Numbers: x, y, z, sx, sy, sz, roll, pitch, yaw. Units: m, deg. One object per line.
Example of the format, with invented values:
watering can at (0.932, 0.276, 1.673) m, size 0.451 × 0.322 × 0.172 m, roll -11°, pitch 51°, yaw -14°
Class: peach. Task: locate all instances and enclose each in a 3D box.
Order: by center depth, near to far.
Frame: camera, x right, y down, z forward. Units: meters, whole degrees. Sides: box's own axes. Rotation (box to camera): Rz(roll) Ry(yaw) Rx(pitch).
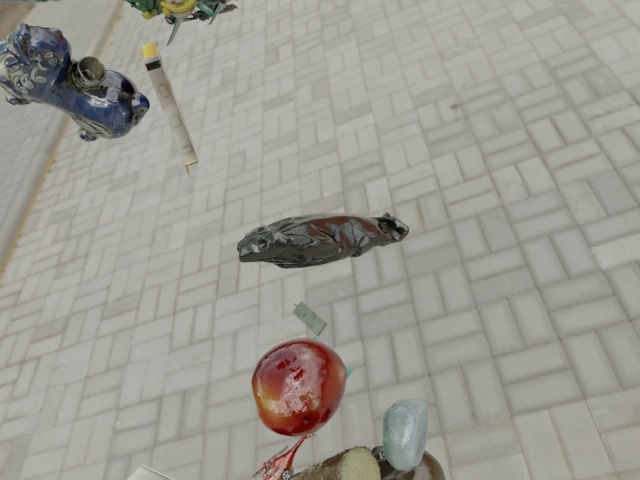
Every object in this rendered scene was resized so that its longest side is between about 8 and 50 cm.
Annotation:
peach at (-0.048, 0.346, 1.421) m, size 0.243 × 0.199 × 0.243 m, roll -9°, pitch 44°, yaw 8°

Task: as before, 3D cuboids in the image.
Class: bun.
bun at (0.163, 0.378, 1.170) m, size 0.083 × 0.141 × 0.141 m, roll 3°, pitch 50°, yaw 25°

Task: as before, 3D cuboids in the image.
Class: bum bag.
bum bag at (0.000, 0.000, 0.926) m, size 0.326 × 0.080 × 0.142 m, roll -8°, pitch 11°, yaw -44°

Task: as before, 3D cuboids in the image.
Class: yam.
yam at (0.016, 0.529, 1.256) m, size 0.238 × 0.129 × 0.128 m, roll -41°, pitch 43°, yaw 36°

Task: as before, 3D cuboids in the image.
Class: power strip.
power strip at (-0.035, 0.231, 1.797) m, size 0.136 × 0.019 × 0.051 m, roll 38°, pitch 97°, yaw 32°

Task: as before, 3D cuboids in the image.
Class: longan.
longan at (0.189, 0.550, 1.341) m, size 0.185 × 0.159 × 0.204 m, roll -46°, pitch 67°, yaw 3°

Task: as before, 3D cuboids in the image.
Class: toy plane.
toy plane at (-0.218, -0.499, 1.189) m, size 0.155 × 0.106 × 0.382 m, roll -54°, pitch 13°, yaw 30°
toy plane at (-0.082, 0.535, 1.461) m, size 0.077 × 0.126 × 0.194 m, roll 40°, pitch 63°, yaw 4°

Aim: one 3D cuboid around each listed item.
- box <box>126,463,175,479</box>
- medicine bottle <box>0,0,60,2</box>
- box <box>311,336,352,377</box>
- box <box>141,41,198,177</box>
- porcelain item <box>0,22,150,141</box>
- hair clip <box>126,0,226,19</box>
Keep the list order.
box at (-0.329, 0.485, 1.018) m, size 0.109 × 0.029 × 0.198 m, roll 15°, pitch 37°, yaw 23°
medicine bottle at (-0.564, -0.474, 1.115) m, size 0.191 × 0.051 × 0.051 m, roll 10°, pitch 53°, yaw 23°
box at (-0.033, 0.426, 1.776) m, size 0.226 × 0.161 × 0.042 m, roll -49°, pitch 6°, yaw -21°
box at (-0.294, -0.260, 1.183) m, size 0.033 × 0.247 × 0.129 m, roll -20°, pitch 34°, yaw -7°
porcelain item at (-0.465, -0.304, 1.132) m, size 0.186 × 0.288 × 0.138 m, roll -17°, pitch 57°, yaw 45°
hair clip at (-0.160, -0.373, 0.818) m, size 0.321 × 0.138 × 0.091 m, roll -10°, pitch 70°, yaw 20°
